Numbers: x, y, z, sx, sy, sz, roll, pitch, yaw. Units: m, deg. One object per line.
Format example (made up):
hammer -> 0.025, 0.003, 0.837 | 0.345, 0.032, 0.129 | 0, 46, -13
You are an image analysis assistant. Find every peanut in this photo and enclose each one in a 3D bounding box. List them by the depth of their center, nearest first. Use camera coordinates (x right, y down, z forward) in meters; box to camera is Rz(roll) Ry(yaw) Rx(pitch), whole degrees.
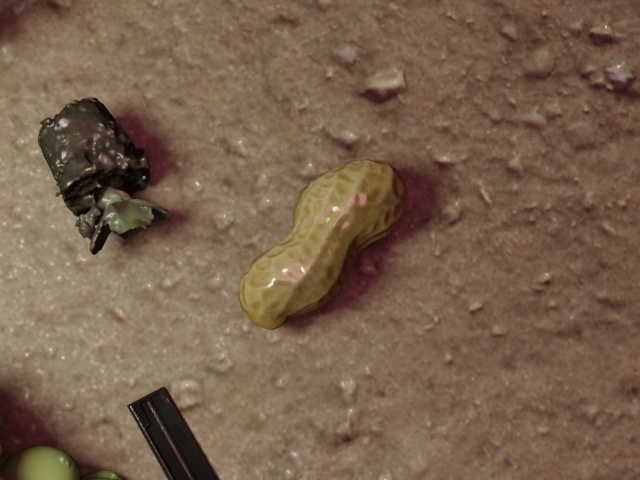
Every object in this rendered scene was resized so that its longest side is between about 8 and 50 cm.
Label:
peanut -> 0.000, 0.000, 1.374 | 0.136, 0.120, 0.298 | 34, 75, 25

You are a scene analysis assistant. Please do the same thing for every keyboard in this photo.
keyboard -> -0.187, 0.297, 1.324 | 0.067, 0.011, 0.202 | -24, 79, -41

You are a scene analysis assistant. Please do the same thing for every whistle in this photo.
whistle -> -0.305, 0.360, 1.263 | 0.294, 0.141, 0.141 | 34, 74, -25

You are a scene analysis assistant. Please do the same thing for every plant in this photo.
plant -> -0.301, -0.086, 1.345 | 0.142, 0.131, 0.203 | -35, 86, -16

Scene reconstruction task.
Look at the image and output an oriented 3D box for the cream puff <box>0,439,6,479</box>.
cream puff -> -0.538, 0.280, 1.140 | 0.327, 0.231, 0.343 | -47, 53, 5
